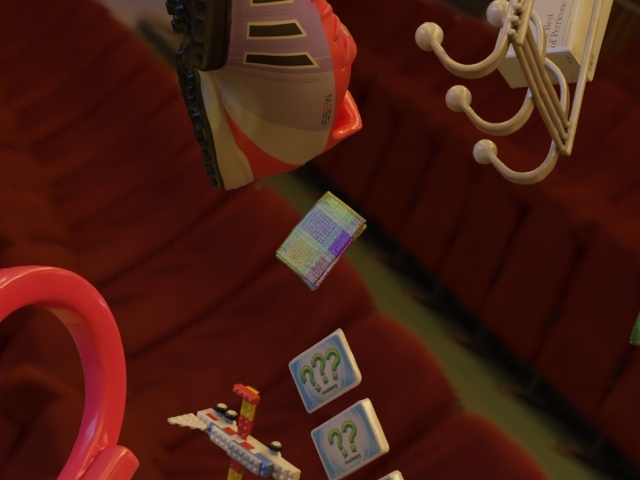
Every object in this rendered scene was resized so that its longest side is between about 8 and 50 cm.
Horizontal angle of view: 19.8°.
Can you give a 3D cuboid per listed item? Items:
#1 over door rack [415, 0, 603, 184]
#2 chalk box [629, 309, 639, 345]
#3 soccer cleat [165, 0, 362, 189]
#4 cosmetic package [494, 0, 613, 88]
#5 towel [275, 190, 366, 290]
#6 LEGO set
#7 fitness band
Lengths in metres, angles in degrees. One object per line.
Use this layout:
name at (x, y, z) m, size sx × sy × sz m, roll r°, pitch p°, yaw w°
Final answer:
over door rack at (0.161, -0.225, 1.261) m, size 0.108 × 0.324 × 0.239 m, roll 22°, pitch -9°, yaw 20°
chalk box at (0.423, 0.022, 1.924) m, size 0.132 × 0.213 × 0.132 m, roll 20°, pitch 11°, yaw 11°
soccer cleat at (-0.034, -0.136, 1.146) m, size 0.318 × 0.116 × 0.109 m, roll 86°, pitch -13°, yaw -65°
cosmetic package at (0.264, -0.279, 1.980) m, size 0.099 × 0.239 × 0.060 m, roll -4°, pitch -34°, yaw 37°
towel at (0.000, 0.000, 1.732) m, size 0.060 × 0.083 × 0.009 m, roll 39°, pitch 3°, yaw 30°
LEGO set at (-0.036, 0.207, 1.615) m, size 0.060 × 0.244 × 0.182 m, roll -10°, pitch 72°, yaw -43°
fitness band at (-0.239, 0.150, 1.362) m, size 0.054 × 0.291 × 0.209 m, roll -4°, pitch -51°, yaw 39°
